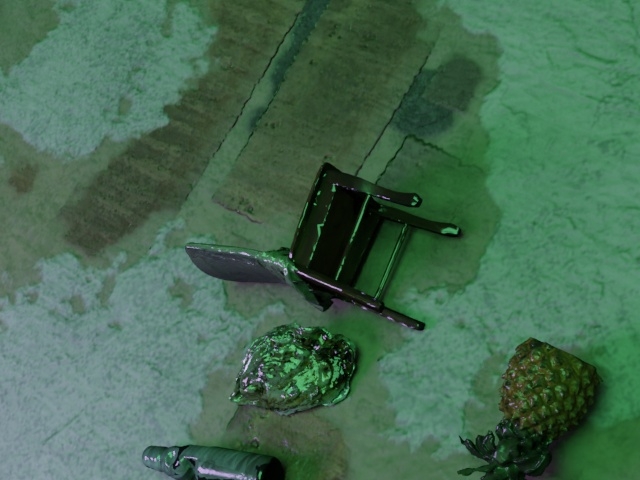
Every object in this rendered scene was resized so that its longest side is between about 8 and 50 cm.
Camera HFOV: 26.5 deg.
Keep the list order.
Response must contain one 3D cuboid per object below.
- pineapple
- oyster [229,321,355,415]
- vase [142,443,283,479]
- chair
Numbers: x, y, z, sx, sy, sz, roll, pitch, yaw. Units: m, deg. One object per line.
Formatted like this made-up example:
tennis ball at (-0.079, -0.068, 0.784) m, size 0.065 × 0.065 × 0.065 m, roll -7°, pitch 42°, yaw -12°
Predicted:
pineapple at (0.235, 0.259, 1.611) m, size 0.130 × 0.119 × 0.277 m, roll 30°, pitch 84°, yaw -9°
oyster at (-0.038, 0.174, 1.829) m, size 0.177 × 0.064 × 0.124 m, roll 0°, pitch 83°, yaw 18°
vase at (-0.152, 0.306, 1.827) m, size 0.211 × 0.060 × 0.059 m, roll 3°, pitch 70°, yaw 31°
chair at (0.000, 0.000, 1.829) m, size 0.319 × 0.160 × 0.186 m, roll 17°, pitch 82°, yaw 33°
